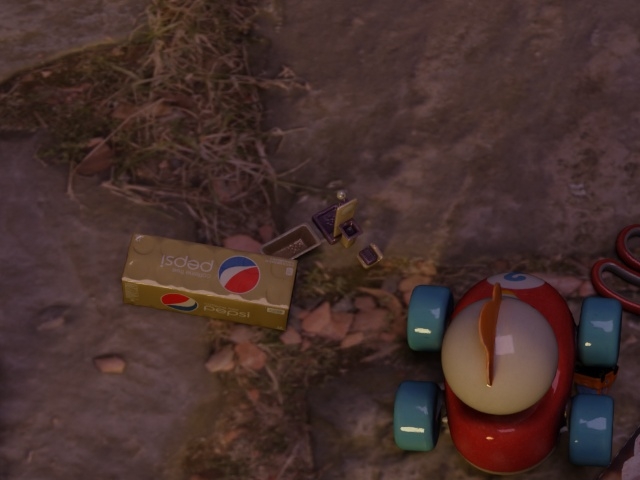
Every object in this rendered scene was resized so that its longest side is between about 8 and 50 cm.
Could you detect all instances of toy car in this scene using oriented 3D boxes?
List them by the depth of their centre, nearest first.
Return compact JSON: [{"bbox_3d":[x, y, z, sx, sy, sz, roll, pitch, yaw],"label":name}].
[{"bbox_3d":[0.180,0.102,1.451,0.219,0.238,0.210,4,65,13],"label":"toy car"},{"bbox_3d":[0.256,0.146,1.588,0.122,0.060,0.041,7,105,17],"label":"toy car"}]

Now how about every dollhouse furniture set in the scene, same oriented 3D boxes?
[{"bbox_3d":[0.000,0.000,1.603,0.114,0.081,0.091,-29,68,-18],"label":"dollhouse furniture set"}]

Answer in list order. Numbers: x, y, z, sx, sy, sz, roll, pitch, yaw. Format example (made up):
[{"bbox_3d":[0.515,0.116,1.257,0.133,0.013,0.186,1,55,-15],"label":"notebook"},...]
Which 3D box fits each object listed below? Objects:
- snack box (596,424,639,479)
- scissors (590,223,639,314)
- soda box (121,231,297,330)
[{"bbox_3d":[0.350,0.226,1.551,0.064,0.022,0.178,39,65,13],"label":"snack box"},{"bbox_3d":[0.447,0.074,1.645,0.297,0.021,0.109,25,61,7],"label":"scissors"},{"bbox_3d":[-0.119,0.044,1.584,0.181,0.058,0.061,10,62,-1],"label":"soda box"}]
